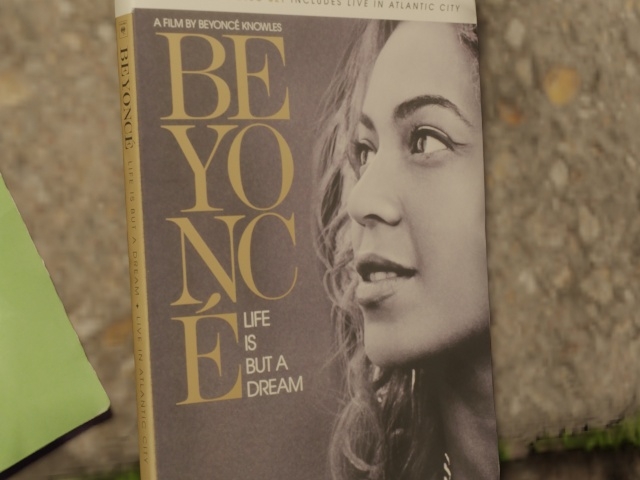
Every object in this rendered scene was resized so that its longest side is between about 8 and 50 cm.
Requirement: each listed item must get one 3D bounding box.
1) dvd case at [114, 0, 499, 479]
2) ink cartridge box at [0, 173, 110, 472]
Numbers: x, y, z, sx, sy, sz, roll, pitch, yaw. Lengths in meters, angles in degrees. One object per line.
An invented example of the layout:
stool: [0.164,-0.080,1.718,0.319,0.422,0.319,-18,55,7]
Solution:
dvd case: [0.000,0.000,0.600,0.164,0.018,0.221,-3,89,-33]
ink cartridge box: [-0.184,0.037,0.458,0.235,0.056,0.171,-29,103,-29]
